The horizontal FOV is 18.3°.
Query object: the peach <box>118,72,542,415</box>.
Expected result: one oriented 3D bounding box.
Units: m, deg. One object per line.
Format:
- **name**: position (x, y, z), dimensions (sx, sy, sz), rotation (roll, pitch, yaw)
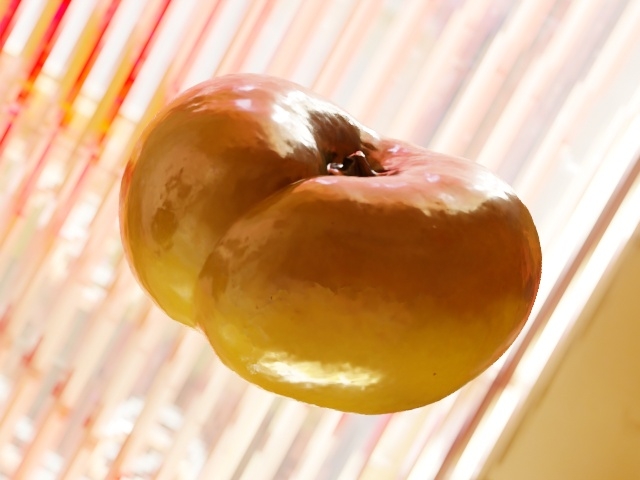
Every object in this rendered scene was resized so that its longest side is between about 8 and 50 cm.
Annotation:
- **peach**: position (0.000, 0.000, 0.806), dimensions (0.179, 0.179, 0.103), rotation (-64, -7, -69)
